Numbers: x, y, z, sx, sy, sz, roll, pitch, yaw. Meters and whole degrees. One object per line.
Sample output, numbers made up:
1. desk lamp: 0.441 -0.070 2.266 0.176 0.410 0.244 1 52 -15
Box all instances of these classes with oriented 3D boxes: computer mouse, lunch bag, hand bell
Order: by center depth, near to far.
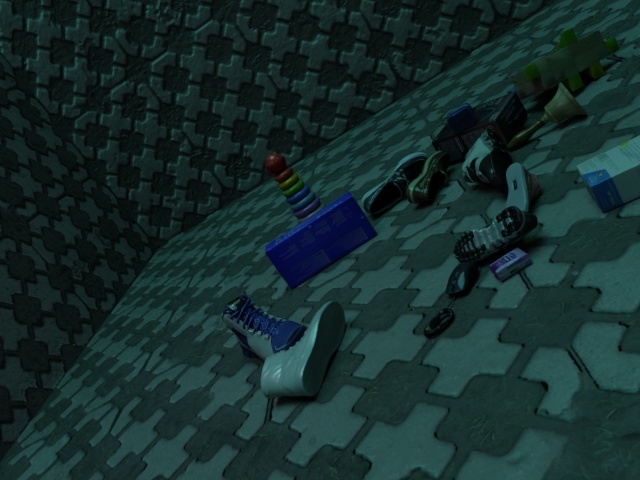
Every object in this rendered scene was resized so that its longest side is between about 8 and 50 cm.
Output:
1. computer mouse: 0.294 0.125 1.292 0.071 0.041 0.242 -13 29 47
2. hand bell: 0.690 -0.366 1.784 0.242 0.126 0.126 -40 14 26
3. lunch bag: 0.477 -0.416 1.933 0.098 0.067 0.065 -27 22 29

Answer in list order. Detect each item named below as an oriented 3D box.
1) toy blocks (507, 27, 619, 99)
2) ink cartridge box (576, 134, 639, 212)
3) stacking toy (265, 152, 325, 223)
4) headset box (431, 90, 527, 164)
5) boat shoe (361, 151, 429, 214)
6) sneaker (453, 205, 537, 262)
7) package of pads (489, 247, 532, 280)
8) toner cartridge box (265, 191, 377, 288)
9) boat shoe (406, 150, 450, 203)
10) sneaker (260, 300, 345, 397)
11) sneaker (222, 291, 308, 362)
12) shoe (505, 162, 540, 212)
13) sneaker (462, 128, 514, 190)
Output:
1. toy blocks: 0.807 -0.603 2.013 0.381 0.191 0.261 -29 7 -14
2. ink cartridge box: 0.705 -0.167 1.250 0.231 0.078 0.134 -27 20 22
3. stacking toy: -0.119 -0.236 2.442 0.141 0.330 0.141 -30 19 11
4. headset box: 0.572 -0.395 1.997 0.293 0.110 0.218 -13 28 48
5. boat shoe: 0.279 -0.200 2.029 0.301 0.108 0.102 -37 18 1
6. sneaker: 0.420 -0.005 1.350 0.106 0.078 0.234 3 -27 -30
7. package of pads: 0.422 0.052 1.265 0.083 0.032 0.050 -33 16 3
8. toner cartridge box: 0.000 0.000 1.915 0.347 0.165 0.075 -32 18 5
9. boat shoe: 0.390 -0.210 1.912 0.095 0.095 0.257 5 48 42
10. sneaker: -0.051 0.269 1.422 0.169 0.108 0.293 -18 26 34
11. sneaker: -0.181 0.243 1.590 0.127 0.182 0.315 -48 22 -29
12. shoe: 0.524 -0.111 1.454 0.063 0.081 0.178 -31 44 49
13. sneaker: 0.496 -0.207 1.692 0.146 0.122 0.331 -46 13 28
